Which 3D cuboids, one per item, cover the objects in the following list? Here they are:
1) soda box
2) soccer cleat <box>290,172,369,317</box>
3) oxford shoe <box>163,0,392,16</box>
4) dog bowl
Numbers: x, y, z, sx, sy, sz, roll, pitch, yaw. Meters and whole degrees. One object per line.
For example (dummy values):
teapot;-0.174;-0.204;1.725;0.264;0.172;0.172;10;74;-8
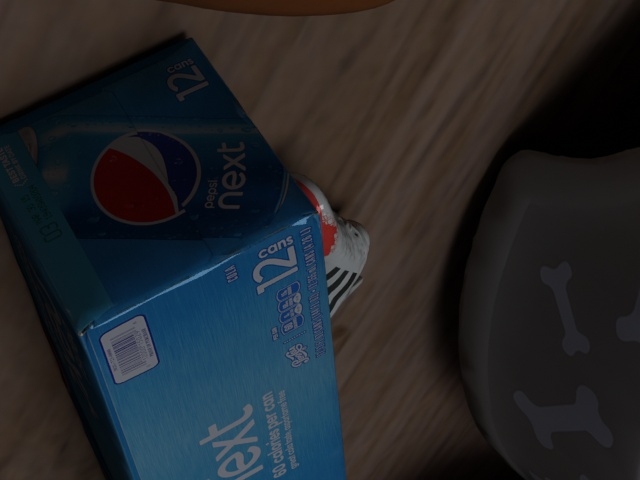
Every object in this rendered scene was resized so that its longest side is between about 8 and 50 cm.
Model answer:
soda box;-0.039;0.042;0.456;0.067;0.071;0.210;-27;148;-15
soccer cleat;0.000;0.000;0.484;0.035;0.029;0.083;-36;154;-19
oxford shoe;-0.036;-0.073;0.303;0.212;0.076;0.076;5;128;-51
dog bowl;0.229;0.010;0.587;0.349;0.102;0.349;-16;133;-18
